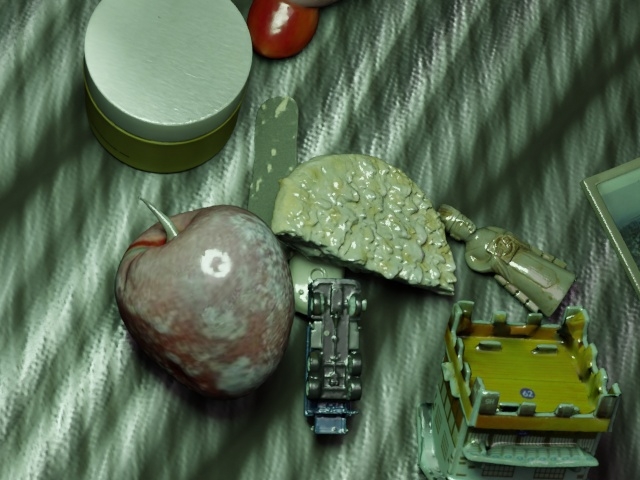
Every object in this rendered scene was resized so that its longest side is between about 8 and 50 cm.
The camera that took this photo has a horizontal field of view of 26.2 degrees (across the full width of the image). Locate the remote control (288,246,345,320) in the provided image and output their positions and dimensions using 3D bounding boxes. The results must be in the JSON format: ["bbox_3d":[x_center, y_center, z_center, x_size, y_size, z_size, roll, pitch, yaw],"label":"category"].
[{"bbox_3d":[0.000,0.000,1.878,0.078,0.042,0.221,10,70,-7],"label":"remote control"}]

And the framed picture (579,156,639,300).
[{"bbox_3d":[0.547,-0.044,1.996,0.289,0.016,0.213,-21,77,-15],"label":"framed picture"}]

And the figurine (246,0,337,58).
[{"bbox_3d":[-0.013,-0.439,1.945,0.211,0.261,0.269,-19,73,-43],"label":"figurine"}]

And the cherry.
[{"bbox_3d":[-0.145,0.060,1.732,0.213,0.236,0.285,-33,98,-19],"label":"cherry"}]

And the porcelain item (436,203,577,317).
[{"bbox_3d":[0.250,0.017,1.909,0.213,0.054,0.084,35,68,4],"label":"porcelain item"}]

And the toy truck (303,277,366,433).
[{"bbox_3d":[0.016,0.150,1.792,0.074,0.088,0.201,2,86,-8],"label":"toy truck"}]

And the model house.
[{"bbox_3d":[0.250,0.216,1.759,0.224,0.215,0.198,2,33,-9],"label":"model house"}]

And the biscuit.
[{"bbox_3d":[0.065,-0.029,1.847,0.281,0.084,0.179,23,61,-26],"label":"biscuit"}]

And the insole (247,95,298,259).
[{"bbox_3d":[-0.060,-0.087,1.897,0.081,0.011,0.248,-6,68,18],"label":"insole"}]

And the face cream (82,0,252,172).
[{"bbox_3d":[-0.208,-0.220,1.842,0.218,0.179,0.218,3,72,-9],"label":"face cream"}]
